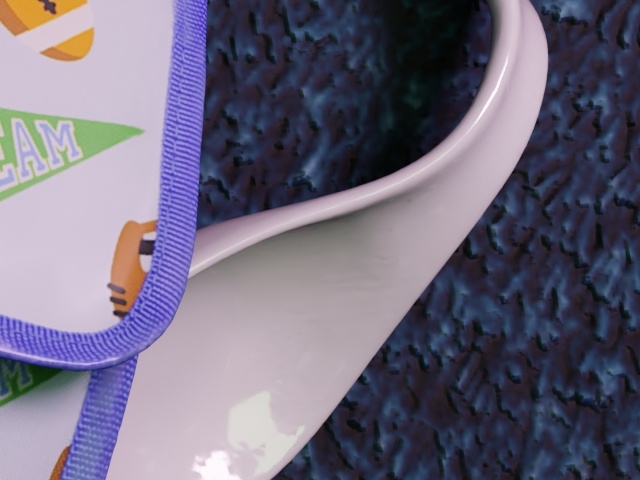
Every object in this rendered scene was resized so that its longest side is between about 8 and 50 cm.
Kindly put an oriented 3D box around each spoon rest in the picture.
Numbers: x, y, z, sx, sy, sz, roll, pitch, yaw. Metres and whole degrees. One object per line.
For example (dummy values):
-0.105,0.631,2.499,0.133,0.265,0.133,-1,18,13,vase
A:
0.000,0.000,0.762,0.276,0.084,0.137,-55,142,-6,spoon rest

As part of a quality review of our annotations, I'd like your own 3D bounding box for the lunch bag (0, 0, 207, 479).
-0.233,0.021,0.634,0.328,0.239,0.385,21,84,-27,lunch bag
